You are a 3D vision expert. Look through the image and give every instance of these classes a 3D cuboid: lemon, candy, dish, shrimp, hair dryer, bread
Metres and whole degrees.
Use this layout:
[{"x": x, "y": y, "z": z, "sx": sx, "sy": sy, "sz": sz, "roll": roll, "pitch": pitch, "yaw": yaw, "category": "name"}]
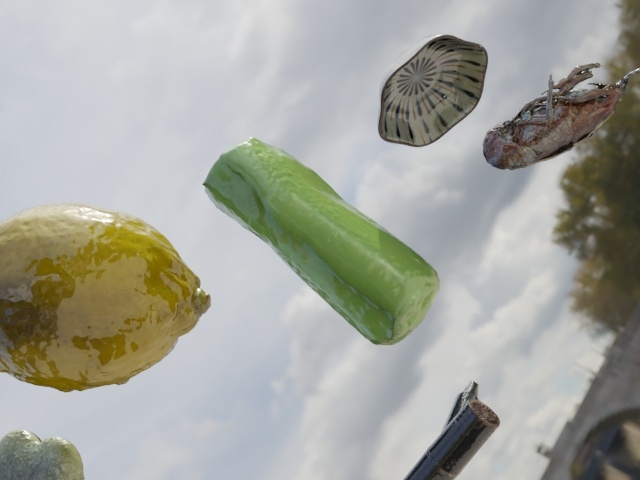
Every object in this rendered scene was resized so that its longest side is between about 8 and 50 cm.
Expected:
[{"x": -0.335, "y": 0.076, "z": 1.768, "sx": 0.316, "sy": 0.285, "sz": 0.285, "roll": -8, "pitch": -45, "yaw": -22, "category": "lemon"}, {"x": 0.000, "y": 0.000, "z": 1.667, "sx": 0.132, "sy": 0.343, "sz": 0.142, "roll": -58, "pitch": -15, "yaw": 27, "category": "candy"}, {"x": 0.142, "y": -0.222, "z": 1.767, "sx": 0.191, "sy": 0.066, "sz": 0.190, "roll": -22, "pitch": -41, "yaw": -20, "category": "dish"}, {"x": 0.260, "y": -0.135, "z": 1.351, "sx": 0.190, "sy": 0.073, "sz": 0.075, "roll": -32, "pitch": -18, "yaw": 16, "category": "shrimp"}, {"x": 0.151, "y": 0.237, "z": 1.512, "sx": 0.173, "sy": 0.050, "sz": 0.195, "roll": -52, "pitch": 0, "yaw": 19, "category": "hair dryer"}, {"x": -0.482, "y": 0.420, "z": 1.979, "sx": 0.056, "sy": 0.207, "sz": 0.286, "roll": 9, "pitch": -77, "yaw": -59, "category": "bread"}]
